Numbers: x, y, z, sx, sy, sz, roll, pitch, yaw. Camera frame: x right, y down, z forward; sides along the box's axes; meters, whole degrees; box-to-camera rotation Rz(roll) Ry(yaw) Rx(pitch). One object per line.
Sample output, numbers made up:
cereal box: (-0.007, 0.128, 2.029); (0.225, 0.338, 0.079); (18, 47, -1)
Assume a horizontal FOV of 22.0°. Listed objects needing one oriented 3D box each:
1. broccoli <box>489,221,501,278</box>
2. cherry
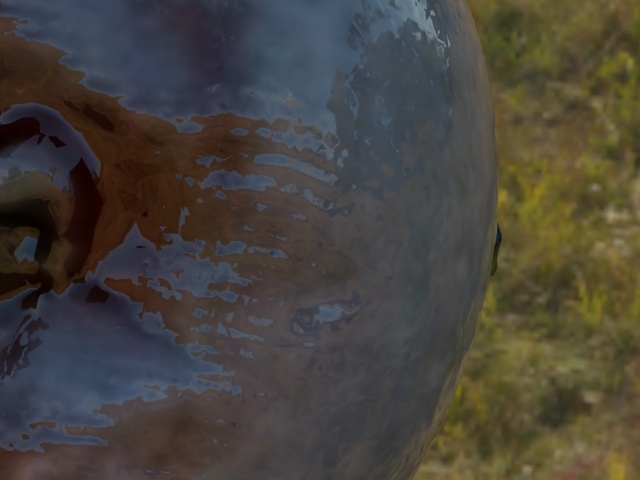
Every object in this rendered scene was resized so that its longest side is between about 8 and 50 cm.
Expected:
broccoli: (0.000, 0.000, 1.487); (0.297, 0.297, 0.297); (0, 24, -28)
cherry: (-0.079, -0.026, 0.626); (0.291, 0.326, 0.335); (9, 34, 2)
